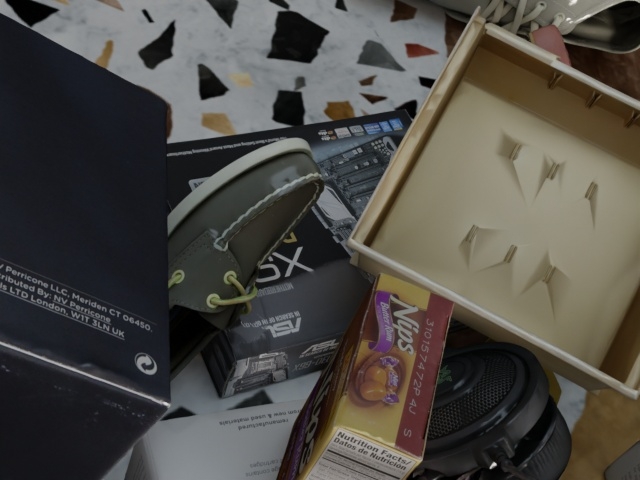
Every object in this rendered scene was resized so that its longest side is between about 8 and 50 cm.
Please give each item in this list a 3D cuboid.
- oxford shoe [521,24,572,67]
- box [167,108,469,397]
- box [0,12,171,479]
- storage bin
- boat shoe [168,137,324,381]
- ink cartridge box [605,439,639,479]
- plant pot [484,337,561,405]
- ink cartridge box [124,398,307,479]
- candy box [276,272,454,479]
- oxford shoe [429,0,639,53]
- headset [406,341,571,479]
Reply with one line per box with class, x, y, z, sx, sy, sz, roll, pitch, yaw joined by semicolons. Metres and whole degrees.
oxford shoe;0.230;-0.058;1.110;0.147;0.140;0.396;-10;57;11
box;0.000;0.000;0.984;0.308;0.076;0.242;-11;59;-28
box;-0.244;0.051;0.654;0.183;0.296;0.294;26;33;-29
storage bin;0.198;-0.035;0.878;0.262;0.123;0.260;28;80;6
boat shoe;-0.105;0.043;0.809;0.305;0.109;0.091;-42;64;4
ink cartridge box;0.405;0.226;0.747;0.166;0.395;0.285;9;51;-13
plant pot;0.176;0.147;0.936;0.083;0.081;0.081;33;49;0
ink cartridge box;-0.036;0.257;0.706;0.168;0.171;0.232;-5;55;-24
candy box;0.016;0.118;0.597;0.053;0.186;0.109;23;48;-4
oxford shoe;0.256;-0.330;1.299;0.450;0.169;0.130;5;74;-17
headset;0.111;0.197;0.677;0.185;0.394;0.243;-30;79;-5
